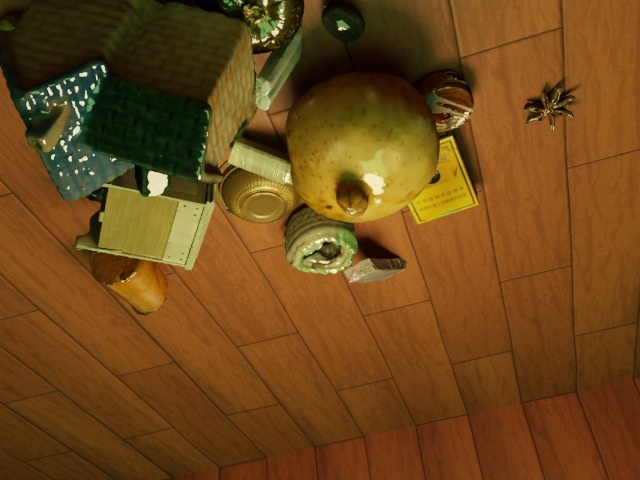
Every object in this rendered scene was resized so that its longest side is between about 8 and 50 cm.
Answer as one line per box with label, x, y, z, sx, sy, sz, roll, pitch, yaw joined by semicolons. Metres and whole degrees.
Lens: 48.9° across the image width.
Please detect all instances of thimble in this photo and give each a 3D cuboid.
thimble;0.000;0.000;2.102;0.219;0.150;0.219;-5;140;-4

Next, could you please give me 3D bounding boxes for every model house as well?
model house;-0.397;-0.257;1.444;0.445;0.400;0.395;15;146;5

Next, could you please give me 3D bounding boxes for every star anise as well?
star anise;0.602;-0.352;1.850;0.141;0.042;0.141;-1;140;-1

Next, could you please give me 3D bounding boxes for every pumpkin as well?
pumpkin;-0.149;-0.500;1.480;0.238;0.159;0.238;-3;136;-3

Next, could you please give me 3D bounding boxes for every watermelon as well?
watermelon;0.050;-0.492;1.582;0.110;0.078;0.078;23;132;-30

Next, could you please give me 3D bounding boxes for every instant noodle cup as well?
instant noodle cup;-0.165;-0.122;1.981;0.274;0.091;0.274;-5;141;-4

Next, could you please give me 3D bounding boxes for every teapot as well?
teapot;-0.134;-0.209;1.862;0.200;0.107;0.077;22;112;-2

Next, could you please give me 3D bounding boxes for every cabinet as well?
cabinet;-0.457;-0.115;1.848;0.318;0.227;0.290;11;138;-16

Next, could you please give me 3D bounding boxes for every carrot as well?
carrot;-0.553;0.104;2.134;0.196;0.196;0.254;-15;146;9

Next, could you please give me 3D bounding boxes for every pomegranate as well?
pomegranate;0.095;-0.203;1.671;0.410;0.410;0.410;-4;140;-3

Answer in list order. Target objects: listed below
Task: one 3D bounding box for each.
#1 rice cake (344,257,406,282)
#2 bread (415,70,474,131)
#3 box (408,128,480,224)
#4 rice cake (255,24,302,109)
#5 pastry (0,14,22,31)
rice cake;0.174;0.093;2.219;0.106;0.050;0.298;-28;167;23
bread;0.308;-0.353;1.786;0.160;0.073;0.160;-4;144;-3
box;0.313;-0.187;1.973;0.193;0.084;0.301;-19;138;15
rice cake;-0.090;-0.392;1.576;0.040;0.226;0.085;16;144;12
pastry;-0.653;-0.429;1.556;0.153;0.081;0.153;0;131;0
